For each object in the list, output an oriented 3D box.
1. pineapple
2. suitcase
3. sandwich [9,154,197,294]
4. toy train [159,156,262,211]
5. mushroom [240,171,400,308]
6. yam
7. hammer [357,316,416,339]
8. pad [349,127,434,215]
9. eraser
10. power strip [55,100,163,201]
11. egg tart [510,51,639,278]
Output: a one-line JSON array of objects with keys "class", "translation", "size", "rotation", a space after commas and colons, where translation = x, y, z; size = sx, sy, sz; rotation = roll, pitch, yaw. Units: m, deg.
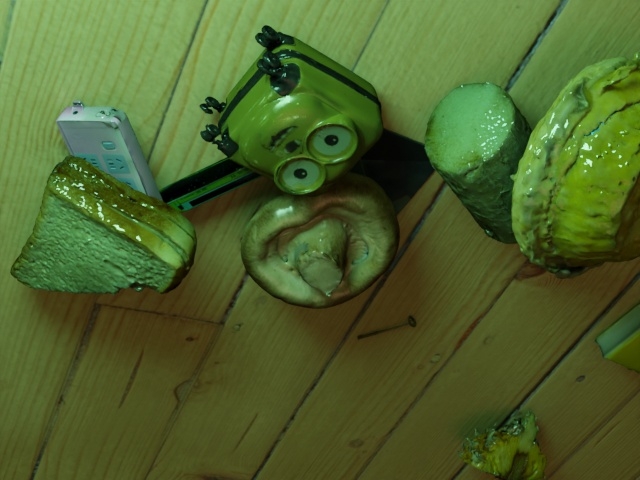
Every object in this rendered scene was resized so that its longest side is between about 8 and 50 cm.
[{"class": "pineapple", "translation": [0.417, 0.461, 2.172], "size": [0.249, 0.139, 0.164], "rotation": [8, 93, -38]}, {"class": "suitcase", "translation": [-0.036, -0.176, 1.390], "size": [0.234, 0.143, 0.194], "rotation": [25, 126, -29]}, {"class": "sandwich", "translation": [-0.347, 0.021, 1.496], "size": [0.254, 0.100, 0.288], "rotation": [30, 136, -12]}, {"class": "toy train", "translation": [-0.176, -0.092, 1.522], "size": [0.209, 0.044, 0.042], "rotation": [-23, 134, 16]}, {"class": "mushroom", "translation": [0.000, 0.000, 1.578], "size": [0.278, 0.146, 0.278], "rotation": [-3, 131, -3]}, {"class": "yam", "translation": [0.285, -0.114, 1.509], "size": [0.161, 0.161, 0.268], "rotation": [-28, 136, 18]}, {"class": "hammer", "translation": [0.133, 0.180, 1.878], "size": [0.122, 0.014, 0.029], "rotation": [-18, 127, 10]}, {"class": "pad", "translation": [0.071, -0.126, 1.563], "size": [0.243, 0.004, 0.164], "rotation": [17, 130, -26]}, {"class": "eraser", "translation": [0.712, 0.186, 1.949], "size": [0.158, 0.069, 0.226], "rotation": [23, 128, -26]}, {"class": "power strip", "translation": [-0.317, -0.096, 1.466], "size": [0.109, 0.037, 0.279], "rotation": [3, 135, 18]}, {"class": "egg tart", "translation": [0.462, -0.101, 1.447], "size": [0.387, 0.169, 0.388], "rotation": [-23, 130, -31]}]
